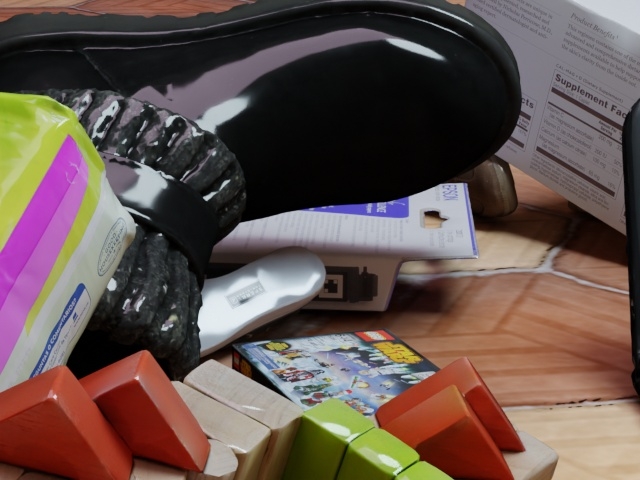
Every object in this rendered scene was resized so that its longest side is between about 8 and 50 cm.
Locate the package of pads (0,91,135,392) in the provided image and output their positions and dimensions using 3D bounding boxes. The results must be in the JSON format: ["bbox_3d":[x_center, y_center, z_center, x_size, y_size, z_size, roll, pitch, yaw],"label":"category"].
[{"bbox_3d":[-0.250,0.028,0.736,0.296,0.101,0.229,9,57,25],"label":"package of pads"}]

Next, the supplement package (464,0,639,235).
[{"bbox_3d":[0.258,-0.113,1.240,0.204,0.145,0.262,-20,44,-40],"label":"supplement package"}]

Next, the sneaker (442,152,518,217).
[{"bbox_3d":[0.090,-0.046,1.335,0.071,0.066,0.188,-21,16,-14],"label":"sneaker"}]

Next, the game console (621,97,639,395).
[{"bbox_3d":[0.319,0.024,0.876,0.293,0.250,0.173,0,-11,-4],"label":"game console"}]

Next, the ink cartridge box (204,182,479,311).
[{"bbox_3d":[0.000,0.000,1.160,0.208,0.045,0.206,1,15,3],"label":"ink cartridge box"}]

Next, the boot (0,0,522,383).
[{"bbox_3d":[-0.055,-0.020,0.936,0.348,0.131,0.260,-4,34,3],"label":"boot"}]

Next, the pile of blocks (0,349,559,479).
[{"bbox_3d":[-0.041,0.100,0.570,0.362,0.113,0.149,-3,34,-33],"label":"pile of blocks"}]

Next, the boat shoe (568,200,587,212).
[{"bbox_3d":[0.269,-0.070,1.384,0.073,0.073,0.207,15,22,38],"label":"boat shoe"}]

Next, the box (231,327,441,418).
[{"bbox_3d":[0.018,0.081,0.897,0.094,0.027,0.137,-4,16,-21],"label":"box"}]

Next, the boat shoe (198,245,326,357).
[{"bbox_3d":[-0.061,0.045,1.006,0.142,0.049,0.040,-19,-22,-25],"label":"boat shoe"}]
